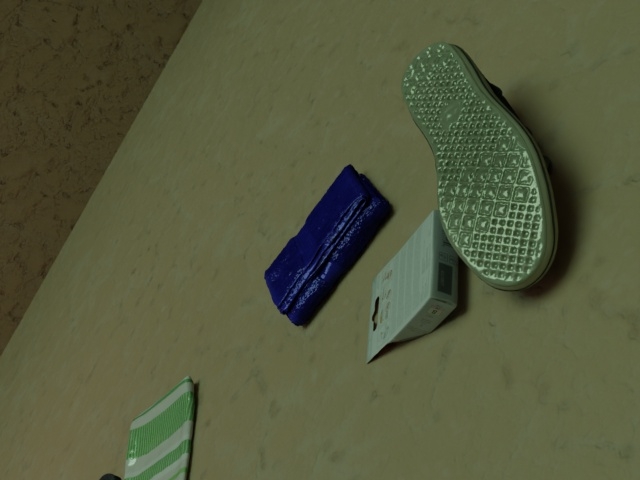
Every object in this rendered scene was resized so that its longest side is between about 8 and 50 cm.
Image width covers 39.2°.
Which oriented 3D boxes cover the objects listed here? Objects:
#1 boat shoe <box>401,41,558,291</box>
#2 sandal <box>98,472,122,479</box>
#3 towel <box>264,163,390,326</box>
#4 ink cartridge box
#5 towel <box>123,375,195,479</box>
[{"bbox_3d":[0.267,-0.121,1.432,0.187,0.156,0.500,-39,43,24],"label":"boat shoe"},{"bbox_3d":[-0.496,0.649,1.998,0.097,0.054,0.254,-1,60,48],"label":"sandal"},{"bbox_3d":[0.000,0.000,1.828,0.308,0.076,0.228,-53,28,10],"label":"towel"},{"bbox_3d":[0.156,0.086,1.524,0.232,0.066,0.189,120,163,-48],"label":"ink cartridge box"},{"bbox_3d":[-0.362,0.478,1.970,0.248,0.038,0.325,-39,32,31],"label":"towel"}]
